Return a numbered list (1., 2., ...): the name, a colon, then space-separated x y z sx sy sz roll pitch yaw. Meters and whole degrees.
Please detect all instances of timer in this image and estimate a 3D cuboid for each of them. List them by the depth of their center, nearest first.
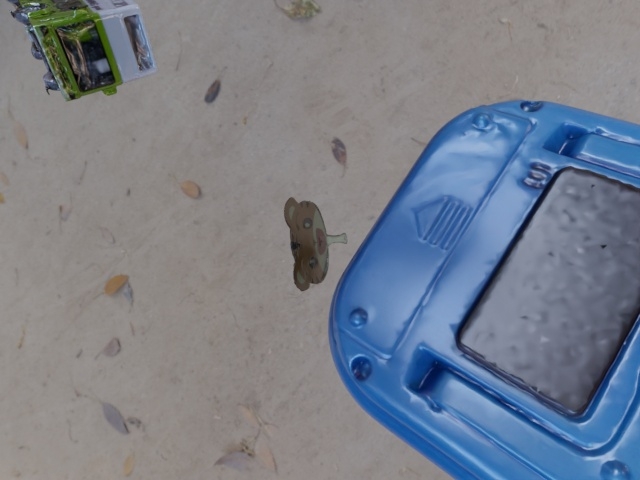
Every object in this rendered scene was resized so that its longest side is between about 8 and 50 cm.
1. timer: 0.185 0.039 0.385 0.309 0.115 0.340 29 80 28

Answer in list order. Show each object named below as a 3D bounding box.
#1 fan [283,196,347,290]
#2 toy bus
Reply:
1. fan: 0.000 0.000 0.798 0.008 0.227 0.152 -7 91 26
2. toy bus: -0.350 -0.305 0.644 0.301 0.139 0.113 45 150 39
